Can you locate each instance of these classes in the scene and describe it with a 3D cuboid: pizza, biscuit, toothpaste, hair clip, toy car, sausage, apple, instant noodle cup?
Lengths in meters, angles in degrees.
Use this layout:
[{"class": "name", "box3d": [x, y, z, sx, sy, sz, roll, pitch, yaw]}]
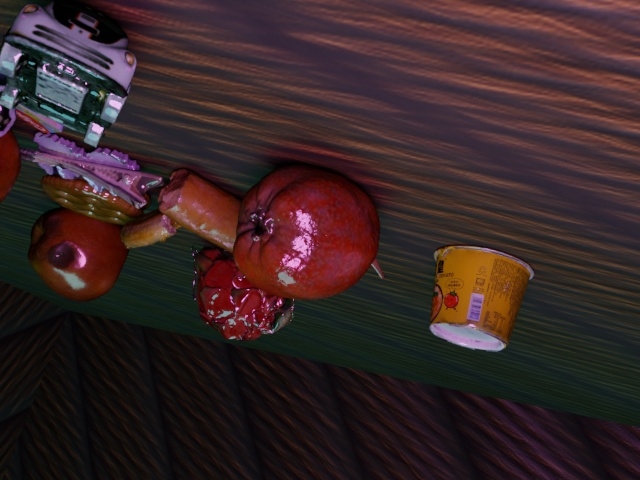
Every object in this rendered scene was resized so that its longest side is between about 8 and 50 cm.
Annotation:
[{"class": "pizza", "box3d": [-0.306, -0.034, 1.372, 0.182, 0.161, 0.062, -18, 109, 38]}, {"class": "biscuit", "box3d": [-0.453, -0.094, 1.436, 0.220, 0.066, 0.220, 15, 164, 4]}, {"class": "toothpaste", "box3d": [-0.480, -0.231, 1.079, 0.070, 0.044, 0.193, 5, 159, 36]}, {"class": "hair clip", "box3d": [-0.418, -0.127, 1.278, 0.292, 0.085, 0.106, 18, 149, 10]}, {"class": "toy car", "box3d": [-0.301, -0.207, 0.863, 0.136, 0.125, 0.306, 24, 171, -19]}, {"class": "sausage", "box3d": [-0.166, -0.032, 1.301, 0.270, 0.109, 0.109, 29, 158, -28]}, {"class": "apple", "box3d": [-0.568, 0.024, 1.651, 0.229, 0.230, 0.230, 15, 162, 5]}, {"class": "instant noodle cup", "box3d": [0.276, 0.108, 1.269, 0.182, 0.144, 0.182, 15, 163, 5]}]

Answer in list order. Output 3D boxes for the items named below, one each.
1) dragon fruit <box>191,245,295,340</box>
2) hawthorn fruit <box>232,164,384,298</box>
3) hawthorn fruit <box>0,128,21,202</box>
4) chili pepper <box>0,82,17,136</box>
[{"class": "dragon fruit", "box3d": [-0.190, 0.108, 1.645, 0.293, 0.234, 0.234, 42, 175, 28]}, {"class": "hawthorn fruit", "box3d": [0.000, 0.000, 1.099, 0.262, 0.211, 0.210, 20, 164, -38]}, {"class": "hawthorn fruit", "box3d": [-0.602, -0.146, 1.187, 0.215, 0.215, 0.249, 29, 153, -35]}, {"class": "chili pepper", "box3d": [-0.582, -0.179, 1.029, 0.270, 0.136, 0.099, 10, 166, 20]}]
